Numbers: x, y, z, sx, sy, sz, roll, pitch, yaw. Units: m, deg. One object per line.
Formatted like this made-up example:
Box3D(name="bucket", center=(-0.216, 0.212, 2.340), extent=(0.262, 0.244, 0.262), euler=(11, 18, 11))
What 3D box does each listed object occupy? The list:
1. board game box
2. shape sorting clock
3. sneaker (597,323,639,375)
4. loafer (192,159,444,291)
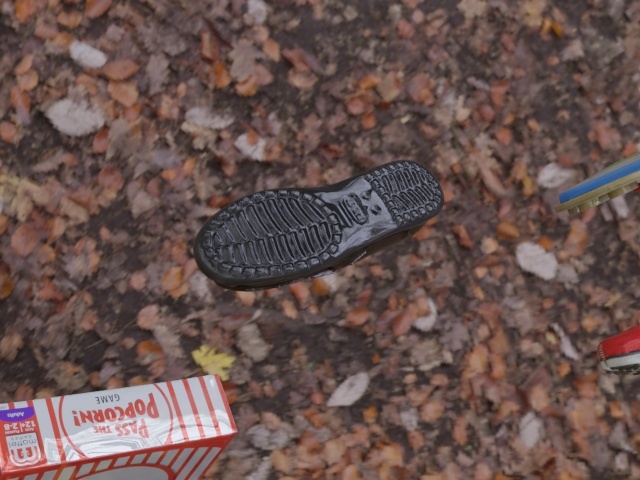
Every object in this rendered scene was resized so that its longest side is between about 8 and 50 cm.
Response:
Box3D(name="board game box", center=(-0.157, 0.159, 0.688), extent=(0.147, 0.193, 0.045), euler=(-4, 57, -31))
Box3D(name="shape sorting clock", center=(0.317, -0.066, 0.991), extent=(0.206, 0.206, 0.040), euler=(-26, 89, -27))
Box3D(name="sneaker", center=(0.406, 0.054, 1.113), extent=(0.279, 0.107, 0.118), euler=(-25, 76, -3))
Box3D(name="loafer", center=(0.000, 0.000, 0.885), extent=(0.220, 0.078, 0.080), euler=(-14, 65, -20))
